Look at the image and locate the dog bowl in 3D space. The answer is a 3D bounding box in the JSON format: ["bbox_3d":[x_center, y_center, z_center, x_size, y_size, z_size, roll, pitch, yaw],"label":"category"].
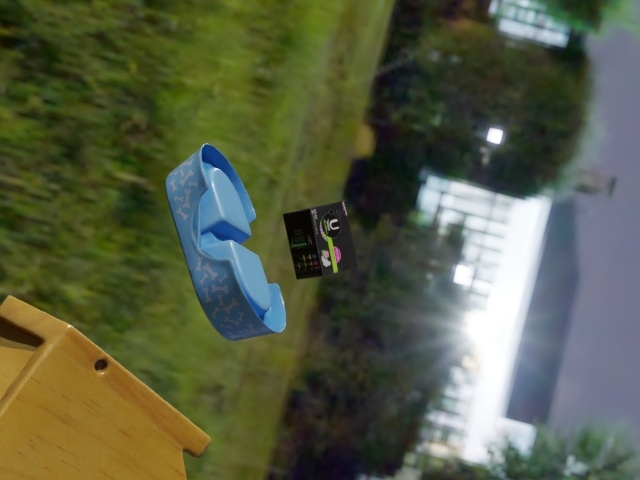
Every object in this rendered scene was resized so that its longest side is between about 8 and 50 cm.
[{"bbox_3d":[-0.139,0.008,2.177,0.166,0.074,0.297,33,35,-64],"label":"dog bowl"}]

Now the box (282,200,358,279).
[{"bbox_3d":[0.000,0.000,1.842,0.052,0.062,0.083,-10,-87,47],"label":"box"}]

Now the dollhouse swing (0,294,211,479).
[{"bbox_3d":[-0.381,0.265,1.706,0.305,0.315,0.347,5,-123,57],"label":"dollhouse swing"}]
